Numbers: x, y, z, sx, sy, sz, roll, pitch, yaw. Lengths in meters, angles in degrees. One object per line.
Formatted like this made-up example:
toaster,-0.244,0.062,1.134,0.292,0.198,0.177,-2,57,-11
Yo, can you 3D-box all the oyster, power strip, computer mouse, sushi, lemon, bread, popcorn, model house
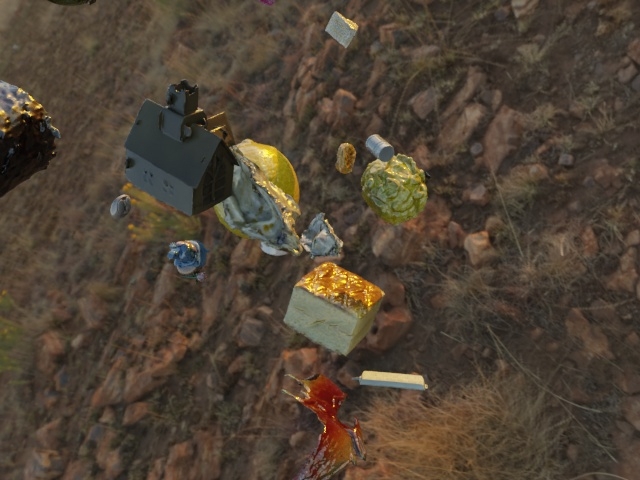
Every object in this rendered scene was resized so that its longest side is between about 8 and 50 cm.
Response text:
oyster,-0.003,0.001,1.309,0.108,0.053,0.166,-40,35,6
power strip,0.229,0.468,1.705,0.252,0.060,0.027,3,103,9
computer mouse,-0.635,-0.103,1.632,0.039,0.066,0.096,48,132,7
oyster,-0.151,-0.090,1.247,0.341,0.110,0.166,37,100,16
sushi,-0.952,-0.284,1.459,0.299,0.281,0.294,-43,6,45
lemon,-0.231,-0.170,1.787,0.336,0.336,0.336,-25,50,33
bread,0.089,-0.295,1.835,0.044,0.083,0.111,9,86,34
popcorn,0.260,-0.182,1.772,0.225,0.249,0.249,-43,39,-8
bread,0.072,-0.742,1.797,0.077,0.105,0.152,-58,9,26
bread,0.054,0.245,1.887,0.279,0.279,0.207,29,116,20
model house,-0.273,-0.221,1.078,0.211,0.204,0.243,29,131,18

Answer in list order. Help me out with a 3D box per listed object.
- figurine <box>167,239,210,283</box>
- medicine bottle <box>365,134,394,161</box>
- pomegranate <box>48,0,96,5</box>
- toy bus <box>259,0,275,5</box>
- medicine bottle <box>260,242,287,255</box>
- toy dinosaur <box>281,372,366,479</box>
figurine,-0.414,0.064,1.586,0.114,0.178,0.145,-11,80,3
medicine bottle,0.187,-0.290,1.603,0.058,0.058,0.091,-48,40,12
pomegranate,-0.456,-0.529,0.927,0.152,0.131,0.191,-82,11,-55
toy bus,-0.107,-0.771,1.364,0.274,0.112,0.090,-39,34,42
medicine bottle,-0.182,-0.067,2.177,0.139,0.139,0.237,42,133,50
toy dinosaur,-0.014,0.354,1.019,0.113,0.206,0.327,-48,34,11
